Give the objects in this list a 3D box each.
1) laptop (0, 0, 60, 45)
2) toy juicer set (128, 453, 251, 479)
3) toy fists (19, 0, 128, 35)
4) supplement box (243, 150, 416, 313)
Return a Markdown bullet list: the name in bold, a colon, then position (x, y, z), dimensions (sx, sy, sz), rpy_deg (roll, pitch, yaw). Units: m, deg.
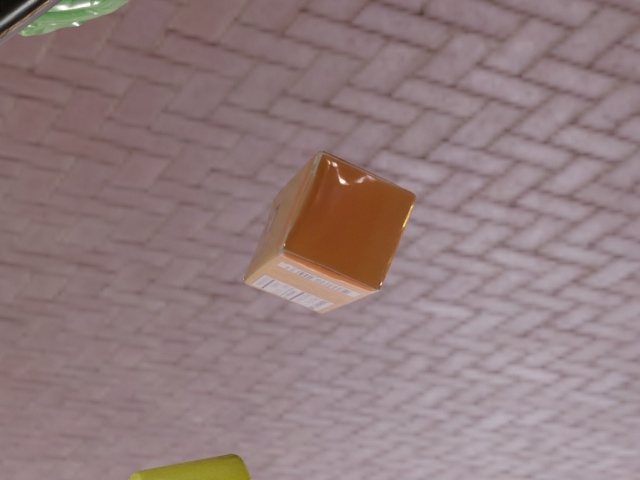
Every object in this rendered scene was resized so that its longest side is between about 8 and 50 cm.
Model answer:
- **laptop**: position (-0.151, -0.300, 0.613), dimensions (0.382, 0.408, 0.236), rpy_deg (50, 154, -8)
- **toy juicer set**: position (-0.101, 0.272, 0.883), dimensions (0.090, 0.209, 0.329), rpy_deg (2, 154, -24)
- **toy fists**: position (-0.122, -0.198, 0.938), dimensions (0.279, 0.096, 0.142), rpy_deg (-15, 175, 5)
- **supplement box**: position (0.000, 0.000, 1.059), dimensions (0.080, 0.078, 0.233), rpy_deg (23, 171, -8)
